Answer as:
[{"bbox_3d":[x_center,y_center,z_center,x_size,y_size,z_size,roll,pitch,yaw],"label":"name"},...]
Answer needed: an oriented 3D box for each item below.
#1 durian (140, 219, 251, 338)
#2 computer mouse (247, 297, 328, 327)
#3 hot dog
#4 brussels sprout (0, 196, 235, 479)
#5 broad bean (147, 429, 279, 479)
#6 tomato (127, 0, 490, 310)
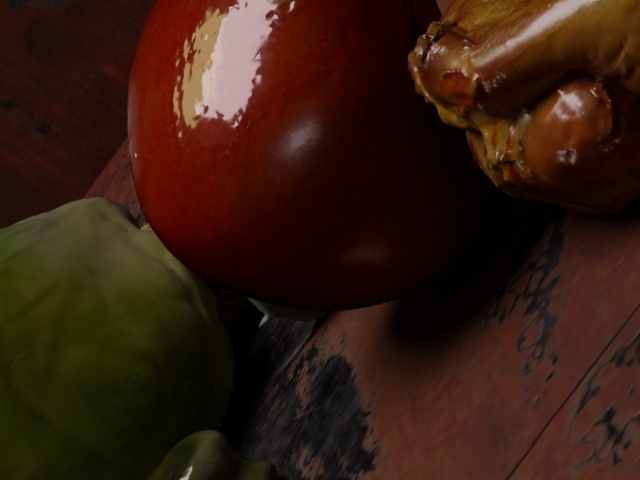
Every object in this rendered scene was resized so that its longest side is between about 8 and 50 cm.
[{"bbox_3d":[-0.119,0.034,1.595,0.102,0.146,0.208,-11,-32,-39],"label":"durian"},{"bbox_3d":[0.000,0.000,1.350,0.182,0.089,0.056,-52,23,28],"label":"computer mouse"},{"bbox_3d":[0.142,-0.099,0.983,0.153,0.150,0.257,-45,15,4],"label":"hot dog"},{"bbox_3d":[-0.226,0.135,1.459,0.268,0.344,0.344,87,-161,-46],"label":"brussels sprout"},{"bbox_3d":[-0.112,0.232,1.201,0.207,0.072,0.153,-58,17,-13],"label":"broad bean"},{"bbox_3d":[-0.014,-0.077,1.147,0.226,0.299,0.298,-23,22,12],"label":"tomato"}]
